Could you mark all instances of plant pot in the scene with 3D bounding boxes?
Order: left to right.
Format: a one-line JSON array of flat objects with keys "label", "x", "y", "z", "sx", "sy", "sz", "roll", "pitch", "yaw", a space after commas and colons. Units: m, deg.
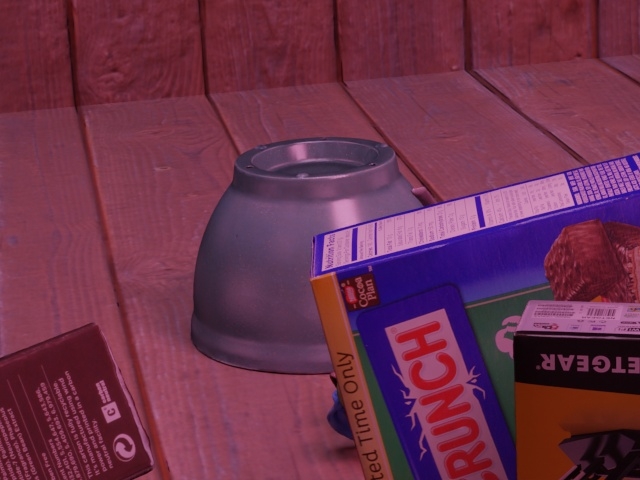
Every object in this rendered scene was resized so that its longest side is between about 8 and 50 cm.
[{"label": "plant pot", "x": 0.000, "y": 0.000, "z": 2.033, "sx": 0.293, "sy": 0.196, "sz": 0.293, "roll": -2, "pitch": 17, "yaw": 1}]

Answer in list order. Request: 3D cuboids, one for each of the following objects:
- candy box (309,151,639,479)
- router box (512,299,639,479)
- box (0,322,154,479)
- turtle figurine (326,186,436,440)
[{"label": "candy box", "x": 0.174, "y": 0.095, "z": 1.481, "sx": 0.317, "sy": 0.268, "sz": 0.122, "roll": -15, "pitch": 14, "yaw": 7}, {"label": "router box", "x": 0.296, "y": 0.172, "z": 1.351, "sx": 0.309, "sy": 0.243, "sz": 0.081, "roll": 1, "pitch": 18, "yaw": 15}, {"label": "box", "x": -0.340, "y": 0.197, "z": 1.472, "sx": 0.191, "sy": 0.143, "sz": 0.381, "roll": -20, "pitch": 3, "yaw": 44}, {"label": "turtle figurine", "x": 0.158, "y": 0.091, "z": 1.727, "sx": 0.198, "sy": 0.274, "sz": 0.266, "roll": 46, "pitch": 36, "yaw": 22}]
